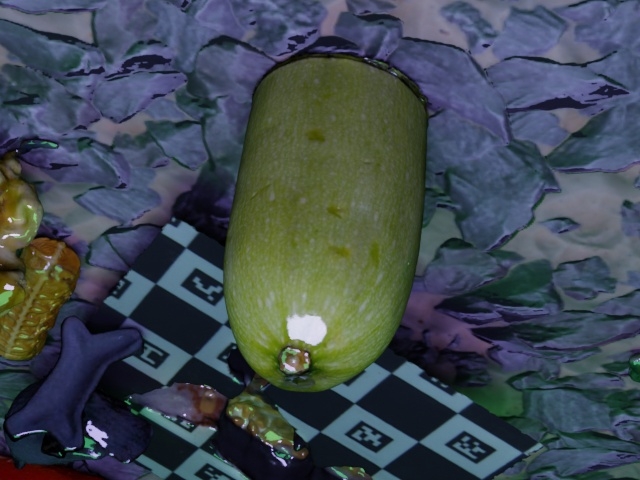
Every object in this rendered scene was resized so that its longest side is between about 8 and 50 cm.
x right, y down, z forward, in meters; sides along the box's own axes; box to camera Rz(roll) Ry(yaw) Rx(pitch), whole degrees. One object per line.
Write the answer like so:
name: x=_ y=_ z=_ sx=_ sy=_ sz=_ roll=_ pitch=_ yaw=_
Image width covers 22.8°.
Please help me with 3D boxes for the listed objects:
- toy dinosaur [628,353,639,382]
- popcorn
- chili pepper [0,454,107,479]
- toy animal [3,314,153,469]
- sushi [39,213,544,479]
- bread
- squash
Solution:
toy dinosaur: x=0.504 y=0.149 z=1.269 sx=0.447 sy=0.087 sz=0.301 roll=31 pitch=135 yaw=-16
popcorn: x=-0.312 y=-0.012 z=1.184 sx=0.195 sy=0.173 sz=0.168 roll=-12 pitch=116 yaw=37
chili pepper: x=-0.254 y=0.280 z=1.522 sx=0.338 sy=0.134 sz=0.131 roll=4 pitch=151 yaw=12
toy animal: x=-0.204 y=0.150 z=1.353 sx=0.117 sy=0.121 sz=0.210 roll=24 pitch=157 yaw=-8
sushi: x=-0.037 y=0.130 z=1.354 sx=0.343 sy=0.064 sz=0.359 roll=32 pitch=142 yaw=-10
bread: x=-0.238 y=0.050 z=1.314 sx=0.052 sy=0.044 sz=0.157 roll=14 pitch=142 yaw=-18
squash: x=0.000 y=0.000 z=1.052 sx=0.132 sy=0.247 sz=0.132 roll=5 pitch=139 yaw=5
